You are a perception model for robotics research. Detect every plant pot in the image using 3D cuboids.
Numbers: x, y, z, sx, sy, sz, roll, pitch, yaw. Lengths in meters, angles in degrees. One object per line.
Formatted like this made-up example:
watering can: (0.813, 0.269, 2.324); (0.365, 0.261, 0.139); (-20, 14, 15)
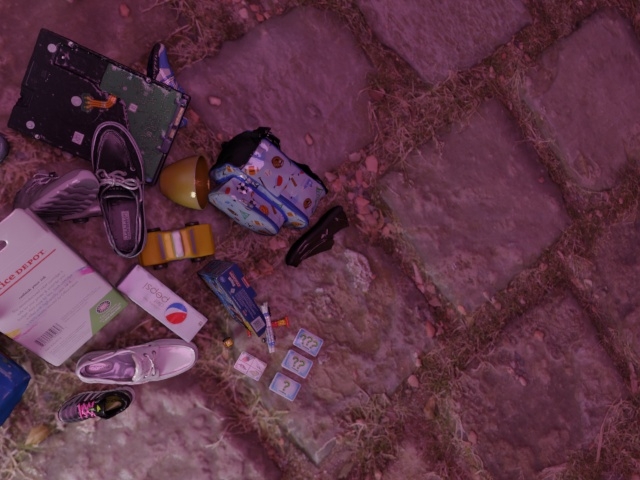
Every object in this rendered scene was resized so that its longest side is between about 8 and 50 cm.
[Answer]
plant pot: (-0.332, -0.140, 1.301); (0.095, 0.134, 0.134); (-1, 87, 3)

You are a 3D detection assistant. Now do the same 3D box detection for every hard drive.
hard drive: (-0.500, -0.297, 1.229); (0.339, 0.064, 0.237); (22, 100, -12)

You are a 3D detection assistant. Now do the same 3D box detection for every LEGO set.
LEGO set: (-0.123, 0.280, 1.382); (0.244, 0.060, 0.182); (34, 74, -14)

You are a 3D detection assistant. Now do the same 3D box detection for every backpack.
backpack: (-0.129, -0.126, 1.300); (0.263, 0.276, 0.213); (28, 84, -23)

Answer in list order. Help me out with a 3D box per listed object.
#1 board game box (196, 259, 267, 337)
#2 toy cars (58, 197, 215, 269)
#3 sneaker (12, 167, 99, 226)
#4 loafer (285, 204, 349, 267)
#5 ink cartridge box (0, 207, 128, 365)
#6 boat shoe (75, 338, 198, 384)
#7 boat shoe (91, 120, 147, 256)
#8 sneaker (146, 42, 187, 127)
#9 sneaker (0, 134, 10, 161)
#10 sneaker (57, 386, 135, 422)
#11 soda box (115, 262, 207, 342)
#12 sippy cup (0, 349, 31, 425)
board game box: (-0.219, 0.121, 1.304); (0.060, 0.194, 0.194); (-39, 120, -19)
toy cars: (-0.432, -0.045, 1.272); (0.394, 0.087, 0.176); (32, 77, -15)
sneaker: (-0.584, -0.106, 1.143); (0.105, 0.281, 0.115); (2, 72, -58)
loafer: (0.000, 0.000, 1.423); (0.220, 0.080, 0.078); (-44, 101, -16)
ink cartridge box: (-0.589, 0.082, 1.093); (0.207, 0.119, 0.353); (-44, 143, -16)
boat shoe: (-0.423, 0.293, 1.255); (0.277, 0.096, 0.098); (-7, 89, -19)
boat shoe: (-0.444, -0.113, 1.174); (0.113, 0.105, 0.306); (-3, 91, -13)
sneaker: (-0.378, -0.374, 1.319); (0.081, 0.080, 0.211); (-8, 100, -26)
sneaker: (-0.808, -0.216, 1.130); (0.262, 0.125, 0.104); (10, 85, -18)
sneaker: (-0.514, 0.380, 1.230); (0.170, 0.075, 0.063); (-9, 91, -19)
soda box: (-0.378, 0.148, 1.279); (0.216, 0.069, 0.074); (43, 75, -19)
sippy cup: (-0.724, 0.284, 1.062); (0.224, 0.305, 0.240); (34, 65, -6)
